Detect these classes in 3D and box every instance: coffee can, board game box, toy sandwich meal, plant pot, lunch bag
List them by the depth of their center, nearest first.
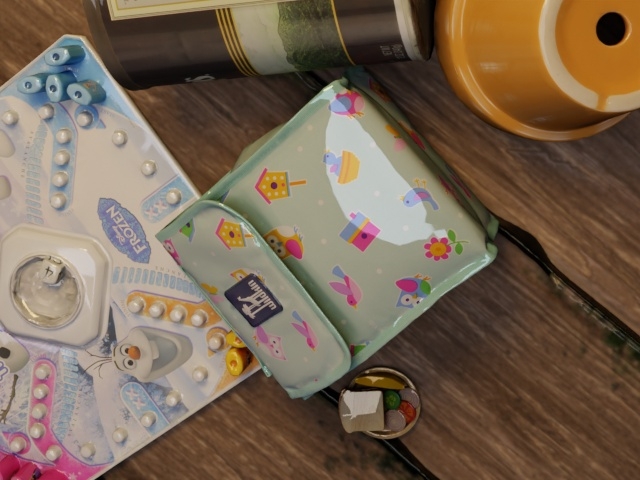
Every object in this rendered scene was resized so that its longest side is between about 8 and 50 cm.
[{"bbox_3d":[0.215,-0.178,1.065,0.205,0.188,0.205,-1,100,-8],"label":"plant pot"},{"bbox_3d":[-0.049,-0.245,1.129,0.275,0.201,0.201,-4,102,13],"label":"coffee can"},{"bbox_3d":[0.000,0.000,1.196,0.262,0.160,0.223,-39,97,16],"label":"lunch bag"},{"bbox_3d":[0.059,0.167,1.294,0.086,0.029,0.085,3,104,12],"label":"toy sandwich meal"},{"bbox_3d":[-0.286,0.053,1.332,0.390,0.050,0.390,-35,94,17],"label":"board game box"}]
